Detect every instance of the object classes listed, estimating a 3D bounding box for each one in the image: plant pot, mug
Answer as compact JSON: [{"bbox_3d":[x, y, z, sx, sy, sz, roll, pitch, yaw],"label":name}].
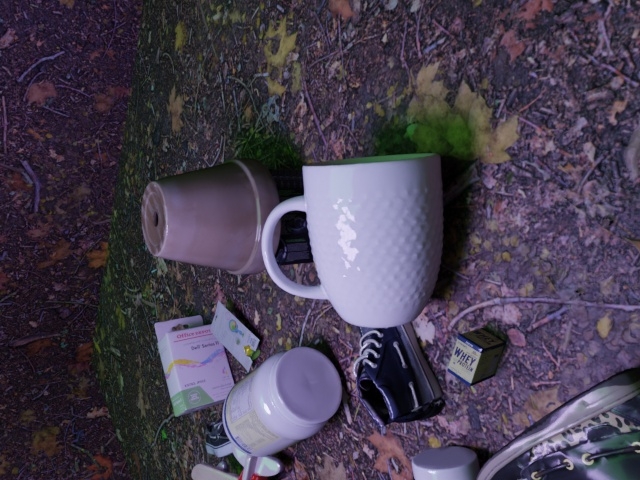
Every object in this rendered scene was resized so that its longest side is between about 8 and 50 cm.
[{"bbox_3d":[-0.303,-0.057,1.342,0.323,0.280,0.323,8,101,53],"label":"plant pot"},{"bbox_3d":[0.066,0.001,1.049,0.276,0.374,0.328,-100,5,-79],"label":"mug"}]

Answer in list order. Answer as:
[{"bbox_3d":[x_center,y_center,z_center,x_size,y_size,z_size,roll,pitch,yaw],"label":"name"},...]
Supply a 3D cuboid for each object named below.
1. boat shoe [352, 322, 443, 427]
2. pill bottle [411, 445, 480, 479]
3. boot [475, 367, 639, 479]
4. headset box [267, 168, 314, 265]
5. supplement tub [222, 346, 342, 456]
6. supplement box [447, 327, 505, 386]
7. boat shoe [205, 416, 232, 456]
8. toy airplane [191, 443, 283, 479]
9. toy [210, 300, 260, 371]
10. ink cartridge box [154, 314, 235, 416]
[{"bbox_3d":[0.131,0.249,1.145,0.127,0.158,0.340,-54,54,39],"label":"boat shoe"},{"bbox_3d":[0.269,0.570,1.008,0.162,0.162,0.278,-17,81,51],"label":"pill bottle"},{"bbox_3d":[0.443,0.412,0.801,0.377,0.138,0.284,-55,53,32],"label":"boot"},{"bbox_3d":[-0.150,-0.065,1.478,0.246,0.131,0.283,-6,88,53],"label":"headset box"},{"bbox_3d":[-0.109,0.446,1.407,0.325,0.235,0.235,-45,60,44],"label":"supplement tub"},{"bbox_3d":[0.302,0.225,0.988,0.056,0.083,0.083,31,116,44],"label":"supplement box"},{"bbox_3d":[-0.348,0.696,1.825,0.335,0.121,0.119,-31,74,51],"label":"boat shoe"},{"bbox_3d":[-0.215,0.830,1.605,0.384,0.272,0.386,-31,54,8],"label":"toy airplane"},{"bbox_3d":[-0.285,0.323,1.758,0.237,0.056,0.137,38,119,37],"label":"toy"},{"bbox_3d":[-0.463,0.433,1.869,0.119,0.207,0.353,-42,63,47],"label":"ink cartridge box"}]
